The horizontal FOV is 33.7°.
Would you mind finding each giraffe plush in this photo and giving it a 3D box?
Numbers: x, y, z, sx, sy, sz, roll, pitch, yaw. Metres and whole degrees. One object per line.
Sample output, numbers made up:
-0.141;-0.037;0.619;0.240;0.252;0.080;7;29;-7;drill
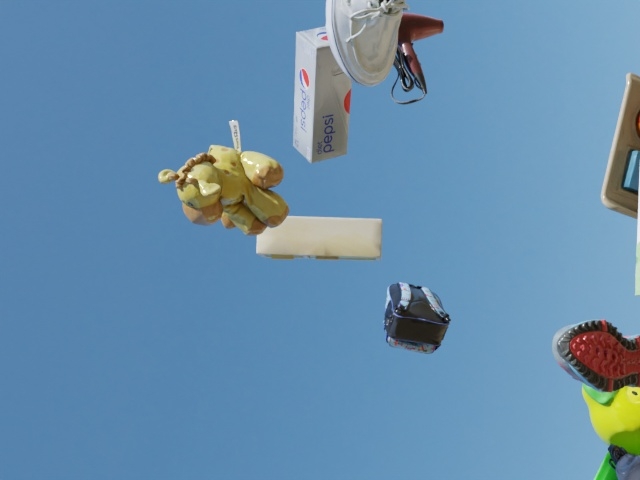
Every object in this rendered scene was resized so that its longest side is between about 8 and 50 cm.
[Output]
-0.180;-0.093;1.863;0.170;0.181;0.210;-25;-86;-48;giraffe plush

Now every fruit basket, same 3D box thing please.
0.727;0.413;2.269;0.392;0.283;0.392;3;-94;-50;fruit basket

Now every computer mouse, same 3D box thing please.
0.592;0.454;1.910;0.072;0.188;0.272;-46;-14;-2;computer mouse

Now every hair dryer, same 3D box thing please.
0.208;-0.469;2.621;0.223;0.080;0.293;42;-118;-1;hair dryer

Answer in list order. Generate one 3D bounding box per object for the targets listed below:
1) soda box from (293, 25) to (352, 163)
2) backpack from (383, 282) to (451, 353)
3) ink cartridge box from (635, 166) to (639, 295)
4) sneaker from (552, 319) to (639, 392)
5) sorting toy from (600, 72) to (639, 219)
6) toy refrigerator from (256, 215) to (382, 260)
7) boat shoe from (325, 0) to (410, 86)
0.005;-0.317;2.301;0.098;0.091;0.286;-16;-50;-25;soda box
0.229;0.184;2.623;0.173;0.158;0.117;-101;24;-61;backpack
0.518;-0.022;1.521;0.062;0.109;0.209;14;-103;-36;ink cartridge box
0.404;0.184;1.589;0.262;0.125;0.104;18;-111;-46;sneaker
0.598;-0.123;1.714;0.307;0.041;0.229;16;-99;-25;sorting toy
0.000;0.000;2.313;0.102;0.269;0.094;65;-152;-84;toy refrigerator
0.099;-0.430;1.812;0.135;0.156;0.367;-9;-63;-20;boat shoe
